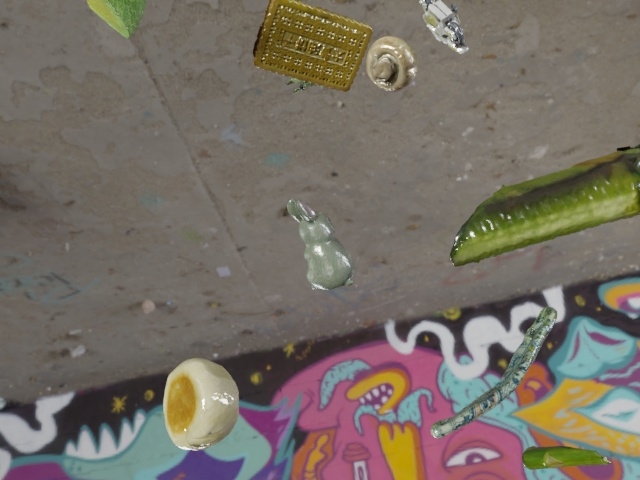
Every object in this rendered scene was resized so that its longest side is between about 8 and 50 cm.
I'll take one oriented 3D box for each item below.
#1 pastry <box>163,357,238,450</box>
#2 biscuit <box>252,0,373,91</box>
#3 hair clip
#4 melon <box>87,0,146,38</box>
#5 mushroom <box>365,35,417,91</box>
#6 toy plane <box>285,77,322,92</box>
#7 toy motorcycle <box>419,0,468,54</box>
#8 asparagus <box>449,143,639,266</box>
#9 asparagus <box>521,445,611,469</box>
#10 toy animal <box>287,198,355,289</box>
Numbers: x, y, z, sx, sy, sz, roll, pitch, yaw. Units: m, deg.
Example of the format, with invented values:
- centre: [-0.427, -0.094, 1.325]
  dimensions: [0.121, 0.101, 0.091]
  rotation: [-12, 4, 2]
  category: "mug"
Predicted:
- centre: [-0.211, 0.285, 1.028]
  dimensions: [0.156, 0.156, 0.092]
  rotation: [-31, 153, 30]
  category: "pastry"
- centre: [-0.019, -0.449, 1.351]
  dimensions: [0.254, 0.029, 0.172]
  rotation: [11, 124, -20]
  category: "biscuit"
- centre: [0.217, 0.162, 0.703]
  dimensions: [0.229, 0.036, 0.066]
  rotation: [-39, 170, -20]
  category: "hair clip"
- centre: [-0.394, -0.498, 1.080]
  dimensions: [0.124, 0.196, 0.323]
  rotation: [3, -171, -8]
  category: "melon"
- centre: [0.214, -0.531, 1.775]
  dimensions: [0.166, 0.127, 0.166]
  rotation: [16, 135, 17]
  category: "mushroom"
- centre: [-0.035, -0.424, 1.556]
  dimensions: [0.111, 0.040, 0.102]
  rotation: [1, 156, -27]
  category: "toy plane"
- centre: [0.360, -0.637, 1.729]
  dimensions: [0.074, 0.229, 0.151]
  rotation: [-35, 154, 3]
  category: "toy motorcycle"
- centre: [0.395, -0.058, 1.006]
  dimensions: [0.381, 0.128, 0.108]
  rotation: [-17, 157, 7]
  category: "asparagus"
- centre: [0.446, 0.394, 1.071]
  dimensions: [0.045, 0.041, 0.178]
  rotation: [-3, 161, -33]
  category: "asparagus"
- centre: [0.007, 0.000, 1.347]
  dimensions: [0.108, 0.138, 0.236]
  rotation: [-34, 123, -40]
  category: "toy animal"
